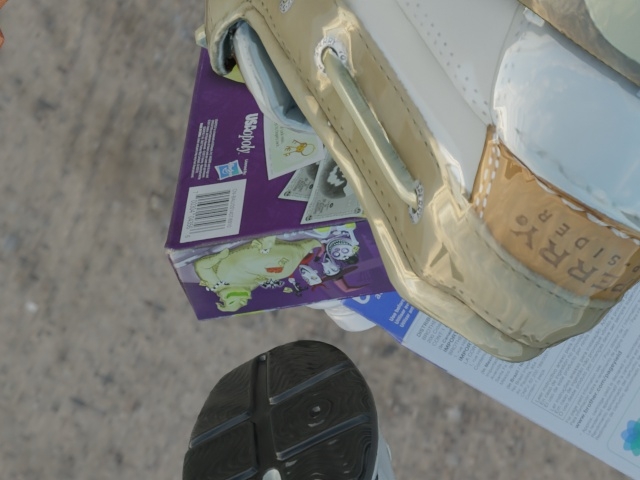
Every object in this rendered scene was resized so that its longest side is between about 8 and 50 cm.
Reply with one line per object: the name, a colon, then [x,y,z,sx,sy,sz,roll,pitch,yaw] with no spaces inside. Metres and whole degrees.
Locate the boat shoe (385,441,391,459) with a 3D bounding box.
boat shoe: [-0.072,0.287,1.953,0.319,0.099,0.116,-24,120,-20]

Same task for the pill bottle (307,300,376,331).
pill bottle: [0.000,0.000,1.671,0.112,0.112,0.187,-18,132,28]

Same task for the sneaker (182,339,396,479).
sneaker: [0.030,0.289,1.374,0.169,0.447,0.257,-26,126,3]

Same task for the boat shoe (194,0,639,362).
boat shoe: [0.010,-0.080,0.493,0.113,0.302,0.103,23,108,-30]

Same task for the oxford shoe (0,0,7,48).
oxford shoe: [-0.275,-0.249,1.290,0.132,0.130,0.364,10,120,-37]

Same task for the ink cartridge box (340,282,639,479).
ink cartridge box: [0.179,0.037,1.197,0.311,0.065,0.186,30,91,-18]

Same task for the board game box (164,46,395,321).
board game box: [0.050,-0.110,0.811,0.208,0.347,0.056,-12,129,15]
